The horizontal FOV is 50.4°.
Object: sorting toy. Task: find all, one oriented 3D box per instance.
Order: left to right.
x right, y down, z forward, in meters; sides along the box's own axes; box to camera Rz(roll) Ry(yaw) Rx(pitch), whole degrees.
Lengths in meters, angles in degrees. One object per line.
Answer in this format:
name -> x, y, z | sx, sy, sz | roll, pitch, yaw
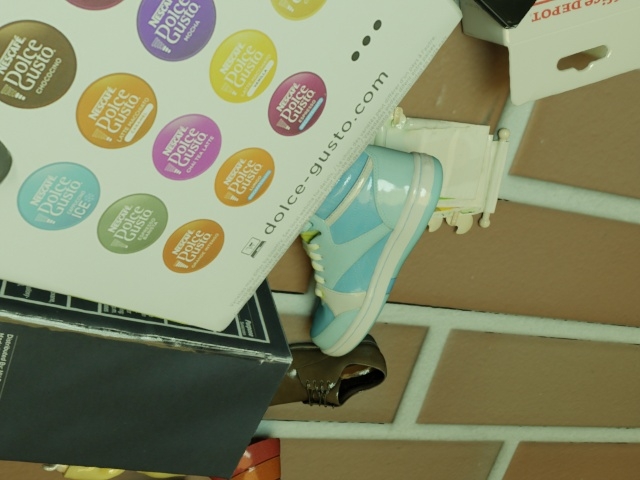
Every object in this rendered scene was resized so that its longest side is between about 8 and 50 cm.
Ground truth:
sorting toy -> -0.200, 0.418, 0.972 | 0.366, 0.126, 0.127 | -26, 162, -6

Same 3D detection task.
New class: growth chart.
growth chart -> 0.154, -0.094, 0.932 | 0.237, 0.021, 0.171 | 7, 113, -22

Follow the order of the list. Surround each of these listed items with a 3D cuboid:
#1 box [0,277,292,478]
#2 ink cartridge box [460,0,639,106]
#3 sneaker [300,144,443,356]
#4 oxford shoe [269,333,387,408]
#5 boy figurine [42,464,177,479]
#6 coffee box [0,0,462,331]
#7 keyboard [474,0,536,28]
box -> -0.219, 0.072, 0.715 | 0.294, 0.296, 0.182 | 13, 117, -24
ink cartridge box -> 0.266, -0.358, 0.784 | 0.207, 0.119, 0.353 | -18, 119, -9
sneaker -> 0.000, 0.000, 0.878 | 0.208, 0.127, 0.319 | 18, 117, -11
oxford shoe -> -0.012, 0.199, 0.975 | 0.227, 0.096, 0.082 | -16, 121, -9
boy figurine -> -0.282, 0.231, 0.898 | 0.285, 0.092, 0.177 | 36, 72, -33
coffee box -> -0.173, -0.182, 0.540 | 0.337, 0.338, 0.334 | -53, 141, 9
keyboard -> 0.221, -0.324, 0.706 | 0.108, 0.023, 0.180 | 29, 104, -32
